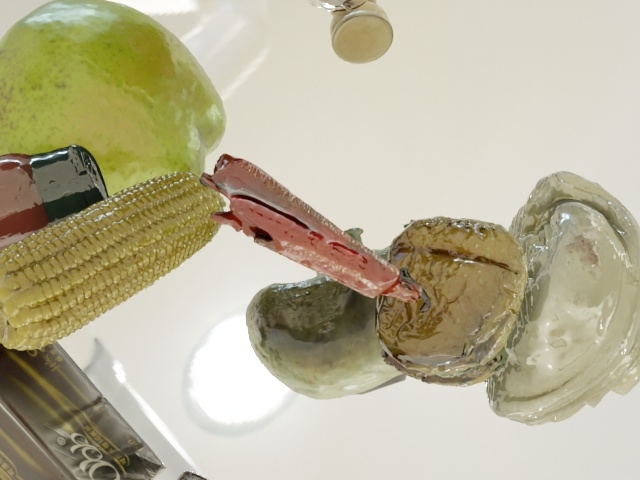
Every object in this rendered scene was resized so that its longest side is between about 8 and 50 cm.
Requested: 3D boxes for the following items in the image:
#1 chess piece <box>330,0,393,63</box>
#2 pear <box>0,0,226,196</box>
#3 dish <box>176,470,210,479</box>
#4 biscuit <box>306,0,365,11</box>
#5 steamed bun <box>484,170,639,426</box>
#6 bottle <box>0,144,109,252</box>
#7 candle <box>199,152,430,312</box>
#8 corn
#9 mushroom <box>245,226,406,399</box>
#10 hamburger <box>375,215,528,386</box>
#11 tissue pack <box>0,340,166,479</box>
[{"bbox_3d":[0.055,-0.355,1.904,0.094,0.094,0.170,-23,-137,15],"label":"chess piece"},{"bbox_3d":[-0.329,-0.166,1.873,0.391,0.391,0.391,-22,-144,17],"label":"pear"},{"bbox_3d":[-0.201,0.476,1.842,0.080,0.182,0.243,5,-115,58],"label":"dish"},{"bbox_3d":[-0.120,-0.453,1.665,0.446,0.429,0.104,31,-93,37],"label":"biscuit"},{"bbox_3d":[0.349,0.088,1.674,0.219,0.324,0.310,14,-146,-3],"label":"steamed bun"},{"bbox_3d":[-0.439,-0.027,1.591,0.336,0.144,0.144,-19,-146,-6],"label":"bottle"},{"bbox_3d":[0.000,0.000,1.368,0.084,0.301,0.059,-45,-158,45],"label":"candle"},{"bbox_3d":[-0.261,0.015,1.515,0.131,0.131,0.344,8,-148,44],"label":"corn"},{"bbox_3d":[0.038,0.108,1.821,0.344,0.247,0.130,-11,179,19],"label":"mushroom"},{"bbox_3d":[0.148,0.072,1.483,0.183,0.130,0.206,11,-91,37],"label":"hamburger"},{"bbox_3d":[-0.434,0.296,1.874,0.210,0.370,0.198,-46,174,28],"label":"tissue pack"}]
